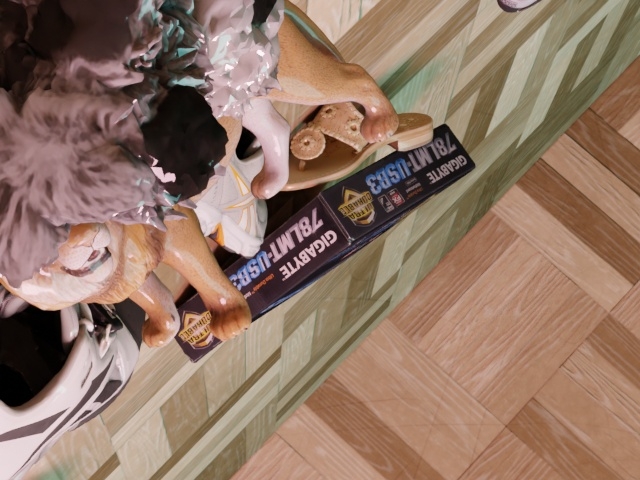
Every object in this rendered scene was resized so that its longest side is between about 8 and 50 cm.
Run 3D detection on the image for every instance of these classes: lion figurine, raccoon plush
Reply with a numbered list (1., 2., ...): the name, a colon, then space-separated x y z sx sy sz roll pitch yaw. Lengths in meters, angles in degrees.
1. lion figurine: -0.101 -0.078 1.120 0.142 0.240 0.392 -4 -138 40
2. raccoon plush: -0.212 -0.080 0.789 0.446 0.216 0.299 -20 -173 8

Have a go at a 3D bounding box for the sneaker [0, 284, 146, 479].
1. sneaker: -0.205 0.075 1.175 0.146 0.122 0.330 -59 -179 33

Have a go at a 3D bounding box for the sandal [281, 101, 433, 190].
1. sandal: 0.027 -0.125 1.634 0.240 0.088 0.079 -21 118 -38

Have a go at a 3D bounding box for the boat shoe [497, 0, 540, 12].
1. boat shoe: 0.300 -0.357 1.843 0.228 0.080 0.076 -45 175 -8

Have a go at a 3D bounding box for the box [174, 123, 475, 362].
1. box: 0.000 0.000 1.752 0.293 0.073 0.295 -38 176 37

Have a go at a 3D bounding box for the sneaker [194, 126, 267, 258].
1. sneaker: -0.081 -0.060 1.371 0.121 0.099 0.262 -53 169 4
